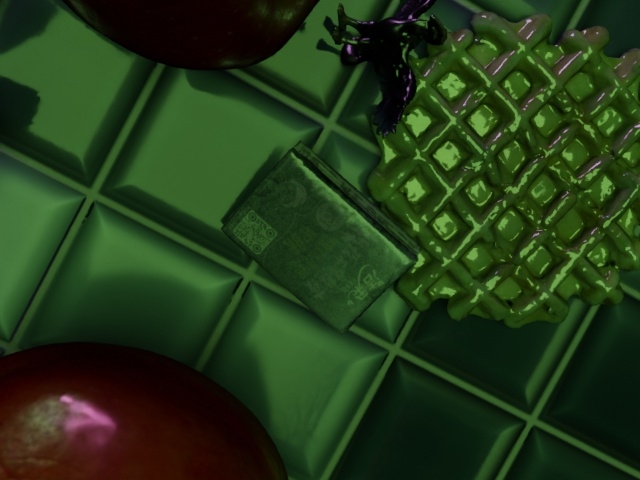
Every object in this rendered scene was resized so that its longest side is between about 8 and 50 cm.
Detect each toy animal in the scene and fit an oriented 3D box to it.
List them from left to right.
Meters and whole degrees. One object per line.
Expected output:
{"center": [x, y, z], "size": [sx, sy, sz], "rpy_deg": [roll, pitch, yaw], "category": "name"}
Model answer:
{"center": [0.064, -0.185, 0.811], "size": [0.108, 0.062, 0.220], "rpy_deg": [4, 65, 18], "category": "toy animal"}

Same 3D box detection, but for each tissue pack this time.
{"center": [0.000, 0.000, 0.828], "size": [0.156, 0.051, 0.112], "rpy_deg": [42, 114, -4], "category": "tissue pack"}

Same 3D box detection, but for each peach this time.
{"center": [-0.213, 0.266, 0.701], "size": [0.389, 0.388, 0.388], "rpy_deg": [-1, 97, -7], "category": "peach"}

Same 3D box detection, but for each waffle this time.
{"center": [0.190, -0.065, 0.865], "size": [0.292, 0.056, 0.309], "rpy_deg": [3, 97, -8], "category": "waffle"}

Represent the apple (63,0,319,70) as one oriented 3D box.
{"center": [-0.113, -0.291, 0.688], "size": [0.317, 0.288, 0.288], "rpy_deg": [43, 90, 7], "category": "apple"}
